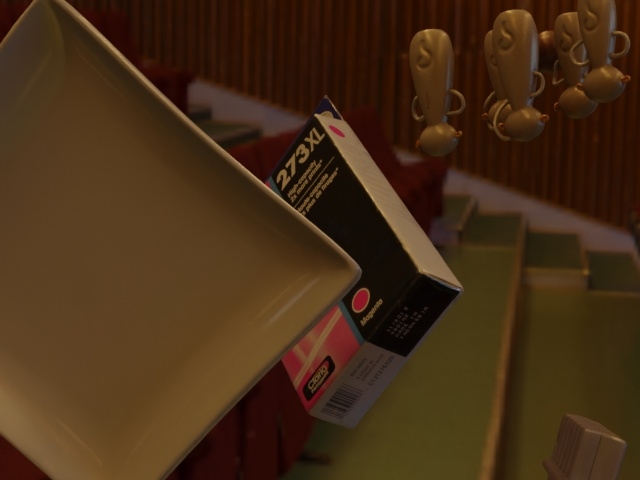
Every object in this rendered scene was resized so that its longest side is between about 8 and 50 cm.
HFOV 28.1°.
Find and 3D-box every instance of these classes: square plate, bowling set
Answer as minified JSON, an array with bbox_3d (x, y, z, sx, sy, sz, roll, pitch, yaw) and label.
[{"bbox_3d":[-0.199,0.025,1.102,0.347,0.344,0.049,42,19,-5],"label":"square plate"},{"bbox_3d":[0.268,-0.191,1.543,0.287,0.154,0.200,-8,-4,37],"label":"bowling set"}]

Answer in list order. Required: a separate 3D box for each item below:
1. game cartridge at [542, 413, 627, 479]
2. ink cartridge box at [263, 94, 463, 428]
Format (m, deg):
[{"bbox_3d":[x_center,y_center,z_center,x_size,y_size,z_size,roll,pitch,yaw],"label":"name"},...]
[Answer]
[{"bbox_3d":[0.237,0.364,1.356,0.068,0.355,0.230,16,-2,10],"label":"game cartridge"},{"bbox_3d":[0.000,0.000,1.279,0.069,0.176,0.371,25,22,-33],"label":"ink cartridge box"}]
